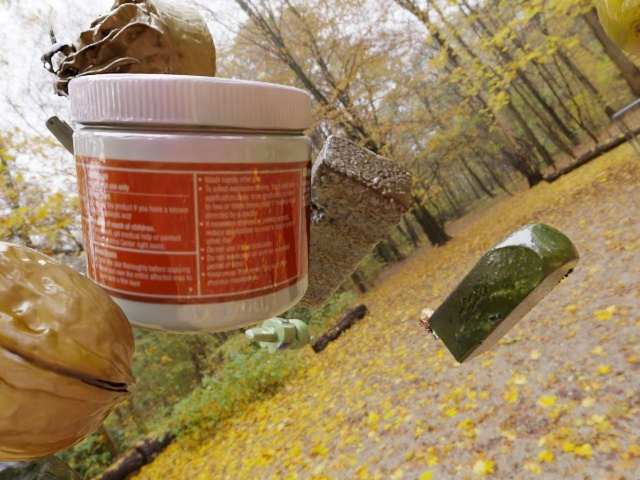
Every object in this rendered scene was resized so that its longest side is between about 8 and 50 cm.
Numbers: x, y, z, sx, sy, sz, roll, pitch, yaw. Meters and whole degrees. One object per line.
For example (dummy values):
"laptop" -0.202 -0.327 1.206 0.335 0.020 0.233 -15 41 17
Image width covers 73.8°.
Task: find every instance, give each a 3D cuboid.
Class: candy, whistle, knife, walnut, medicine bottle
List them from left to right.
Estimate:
"walnut" -0.231 0.085 0.328 0.144 0.180 0.144 -55 12 18
"knife" -0.593 -0.231 1.032 0.023 0.162 0.044 10 52 44
"medicine bottle" -0.136 -0.050 0.493 0.252 0.241 0.252 2 15 -1
"whistle" -0.104 0.249 1.116 0.227 0.105 0.085 14 -83 -52
"candy" 0.267 0.205 0.960 0.060 0.061 0.201 -33 8 5

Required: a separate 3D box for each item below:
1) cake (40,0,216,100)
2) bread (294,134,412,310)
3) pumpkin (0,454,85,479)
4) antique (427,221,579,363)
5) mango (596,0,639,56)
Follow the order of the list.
"cake" -0.450 -0.406 0.974 0.332 0.333 0.320 -36 -14 38
"bread" 0.000 0.000 0.811 0.417 0.165 0.113 125 164 -49
"pumpkin" -0.452 0.415 0.545 0.320 0.321 0.192 -32 27 -4
"antique" 0.246 0.070 0.583 0.081 0.080 0.221 -9 -40 -35
"mango" 0.542 -0.441 0.578 0.182 0.253 0.365 1 -61 -30
